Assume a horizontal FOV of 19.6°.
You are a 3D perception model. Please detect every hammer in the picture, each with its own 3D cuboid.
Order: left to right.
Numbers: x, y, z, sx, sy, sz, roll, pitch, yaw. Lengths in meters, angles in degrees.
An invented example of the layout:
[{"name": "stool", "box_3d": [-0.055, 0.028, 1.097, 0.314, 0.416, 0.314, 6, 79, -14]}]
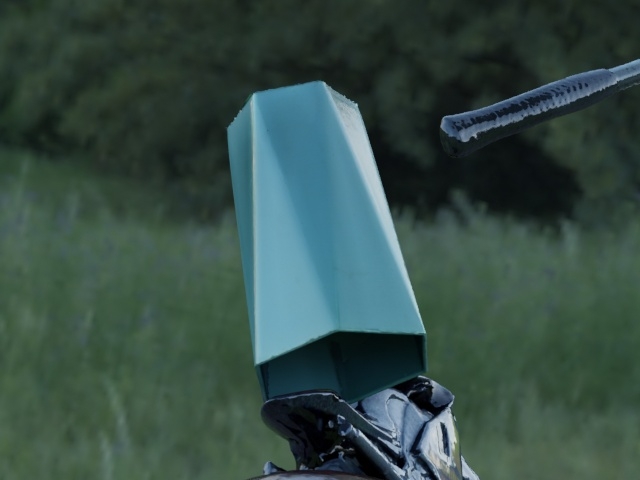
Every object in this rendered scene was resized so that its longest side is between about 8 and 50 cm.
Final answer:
[{"name": "hammer", "box_3d": [0.177, -0.106, 1.232, 0.246, 0.103, 0.029, -18, -11, -28]}]

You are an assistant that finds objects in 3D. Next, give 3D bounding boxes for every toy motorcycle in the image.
[{"name": "toy motorcycle", "box_3d": [0.053, 0.184, 1.513, 0.307, 0.108, 0.173, 6, 58, -64]}]

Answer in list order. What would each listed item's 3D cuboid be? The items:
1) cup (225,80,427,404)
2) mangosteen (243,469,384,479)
[{"name": "cup", "box_3d": [0.000, 0.000, 1.472, 0.134, 0.235, 0.148, -8, -29, -3]}, {"name": "mangosteen", "box_3d": [0.005, 0.245, 0.958, 0.215, 0.215, 0.257, 6, 37, -33]}]
